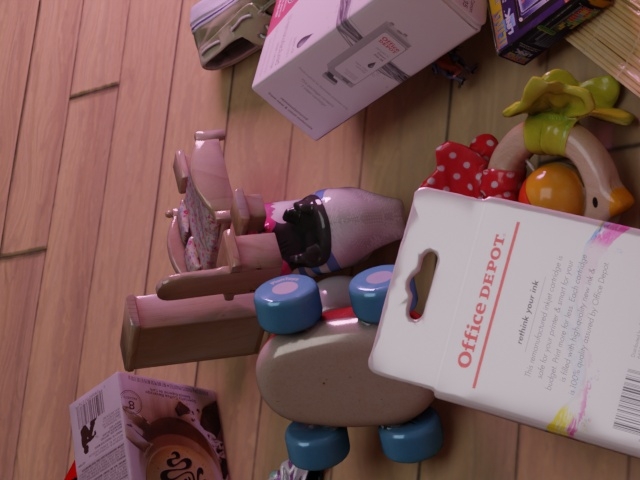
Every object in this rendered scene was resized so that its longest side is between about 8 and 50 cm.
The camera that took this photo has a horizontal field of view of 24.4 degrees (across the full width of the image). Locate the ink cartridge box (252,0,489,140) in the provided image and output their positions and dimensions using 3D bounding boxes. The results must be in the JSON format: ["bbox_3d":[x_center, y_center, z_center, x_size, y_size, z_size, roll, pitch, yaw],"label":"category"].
[{"bbox_3d":[0.066,-0.282,1.794,0.283,0.117,0.207,-31,32,38],"label":"ink cartridge box"}]

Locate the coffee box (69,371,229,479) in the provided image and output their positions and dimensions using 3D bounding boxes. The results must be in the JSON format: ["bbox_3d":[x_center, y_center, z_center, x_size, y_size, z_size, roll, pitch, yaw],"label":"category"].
[{"bbox_3d":[-0.209,0.335,1.889,0.119,0.168,0.297,-35,54,35],"label":"coffee box"}]

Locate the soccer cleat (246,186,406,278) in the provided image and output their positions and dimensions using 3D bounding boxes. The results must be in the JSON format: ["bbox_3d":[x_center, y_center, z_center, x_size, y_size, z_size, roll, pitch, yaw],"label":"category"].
[{"bbox_3d":[0.000,0.000,1.834,0.331,0.143,0.116,169,95,-69],"label":"soccer cleat"}]

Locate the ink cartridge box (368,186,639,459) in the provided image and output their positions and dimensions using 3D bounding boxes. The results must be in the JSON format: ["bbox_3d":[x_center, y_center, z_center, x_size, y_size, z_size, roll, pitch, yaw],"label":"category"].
[{"bbox_3d":[0.244,0.084,1.423,0.353,0.119,0.207,15,87,26],"label":"ink cartridge box"}]

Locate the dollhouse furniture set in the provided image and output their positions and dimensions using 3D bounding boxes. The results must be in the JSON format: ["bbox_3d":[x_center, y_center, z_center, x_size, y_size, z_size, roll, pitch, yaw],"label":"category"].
[{"bbox_3d":[-0.191,-0.030,1.889,0.303,0.174,0.355,109,150,-55],"label":"dollhouse furniture set"}]

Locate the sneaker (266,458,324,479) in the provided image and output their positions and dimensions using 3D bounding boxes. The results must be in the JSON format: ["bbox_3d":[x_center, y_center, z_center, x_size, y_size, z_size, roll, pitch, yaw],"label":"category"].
[{"bbox_3d":[-0.029,0.300,1.800,0.098,0.038,0.069,-58,42,17],"label":"sneaker"}]

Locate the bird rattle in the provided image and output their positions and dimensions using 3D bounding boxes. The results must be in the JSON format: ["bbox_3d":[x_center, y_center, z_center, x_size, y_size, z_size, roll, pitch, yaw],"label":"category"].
[{"bbox_3d":[0.227,-0.063,1.587,0.253,0.143,0.207,-45,64,32],"label":"bird rattle"}]

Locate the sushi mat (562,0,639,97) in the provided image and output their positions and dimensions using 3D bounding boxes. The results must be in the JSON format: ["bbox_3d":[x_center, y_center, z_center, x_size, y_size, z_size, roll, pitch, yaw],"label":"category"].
[{"bbox_3d":[0.324,-0.267,1.598,0.151,0.019,0.316,-62,36,20],"label":"sushi mat"}]

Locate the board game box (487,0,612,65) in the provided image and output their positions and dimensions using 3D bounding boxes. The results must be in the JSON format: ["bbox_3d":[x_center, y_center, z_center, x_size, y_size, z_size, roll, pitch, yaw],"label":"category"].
[{"bbox_3d":[0.248,-0.305,1.661,0.141,0.048,0.170,-35,51,46],"label":"board game box"}]

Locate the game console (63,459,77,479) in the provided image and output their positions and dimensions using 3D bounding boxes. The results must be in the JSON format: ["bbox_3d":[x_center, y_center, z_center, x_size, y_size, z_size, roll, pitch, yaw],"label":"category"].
[{"bbox_3d":[-0.294,0.343,2.096,0.144,0.085,0.124,-27,27,39],"label":"game console"}]

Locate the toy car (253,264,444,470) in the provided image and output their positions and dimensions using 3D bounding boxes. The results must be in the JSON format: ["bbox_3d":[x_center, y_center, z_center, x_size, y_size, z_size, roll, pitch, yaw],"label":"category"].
[{"bbox_3d":[0.044,0.107,1.708,0.210,0.219,0.238,-7,24,13],"label":"toy car"}]

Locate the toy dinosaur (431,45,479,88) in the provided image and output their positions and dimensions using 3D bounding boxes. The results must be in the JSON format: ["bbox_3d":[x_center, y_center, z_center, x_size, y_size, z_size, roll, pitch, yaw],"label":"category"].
[{"bbox_3d":[0.148,-0.222,1.770,0.082,0.090,0.047,38,91,15],"label":"toy dinosaur"}]

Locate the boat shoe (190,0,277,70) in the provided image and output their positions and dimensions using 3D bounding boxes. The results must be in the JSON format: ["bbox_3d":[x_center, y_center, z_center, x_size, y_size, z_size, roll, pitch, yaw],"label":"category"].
[{"bbox_3d":[-0.074,-0.313,2.033,0.302,0.109,0.094,-17,79,53],"label":"boat shoe"}]
